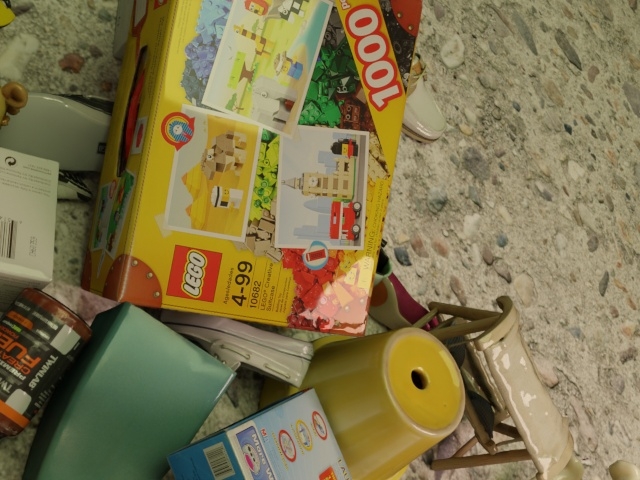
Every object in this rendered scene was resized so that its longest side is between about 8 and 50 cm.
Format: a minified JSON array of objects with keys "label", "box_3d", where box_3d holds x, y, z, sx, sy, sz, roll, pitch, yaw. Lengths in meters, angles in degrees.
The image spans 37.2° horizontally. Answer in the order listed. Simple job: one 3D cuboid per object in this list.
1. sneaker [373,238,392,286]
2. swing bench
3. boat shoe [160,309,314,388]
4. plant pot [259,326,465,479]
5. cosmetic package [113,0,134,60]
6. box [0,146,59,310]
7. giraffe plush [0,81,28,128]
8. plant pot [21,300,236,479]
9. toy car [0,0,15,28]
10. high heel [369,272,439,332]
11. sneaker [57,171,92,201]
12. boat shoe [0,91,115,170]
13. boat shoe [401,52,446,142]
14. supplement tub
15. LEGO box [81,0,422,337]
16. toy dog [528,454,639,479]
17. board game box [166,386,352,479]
[{"label":"sneaker","box_3d":[0.000,0.000,1.558,0.256,0.151,0.094,34,50,-21]},{"label":"swing bench","box_3d":[0.265,0.235,1.533,0.165,0.255,0.253,-33,104,-36]},{"label":"boat shoe","box_3d":[-0.124,0.155,1.358,0.226,0.083,0.075,14,79,1]},{"label":"plant pot","box_3d":[0.077,0.243,1.422,0.254,0.239,0.254,22,52,-31]},{"label":"cosmetic package","box_3d":[-0.184,-0.365,1.552,0.224,0.225,0.138,19,55,-32]},{"label":"box","box_3d":[-0.440,-0.022,1.202,0.181,0.119,0.181,16,56,-35]},{"label":"giraffe plush","box_3d":[-0.488,-0.189,1.228,0.170,0.181,0.210,46,61,-24]},{"label":"plant pot","box_3d":[-0.253,0.226,1.181,0.166,0.165,0.234,36,67,-16]},{"label":"toy car","box_3d":[-0.564,-0.411,1.367,0.225,0.053,0.239,3,64,-40]},{"label":"high heel","box_3d":[0.153,0.112,1.677,0.117,0.082,0.244,-34,91,-47]},{"label":"sneaker","box_3d":[-0.375,-0.075,1.356,0.109,0.043,0.040,24,16,-46]},{"label":"boat shoe","box_3d":[-0.338,-0.167,1.399,0.301,0.108,0.102,6,30,-26]},{"label":"boat shoe","box_3d":[0.161,-0.330,1.926,0.302,0.103,0.113,47,44,-10]},{"label":"supplement tub","box_3d":[-0.370,0.161,1.141,0.106,0.106,0.198,40,70,-17]},{"label":"LEGO box","box_3d":[-0.094,-0.141,1.349,0.373,0.193,0.499,11,87,-28]},{"label":"toy dog","box_3d":[0.447,0.541,1.553,0.408,0.285,0.395,5,72,-41]},{"label":"board game box","box_3d":[-0.034,0.362,1.191,0.308,0.086,0.302,67,17,7]}]
